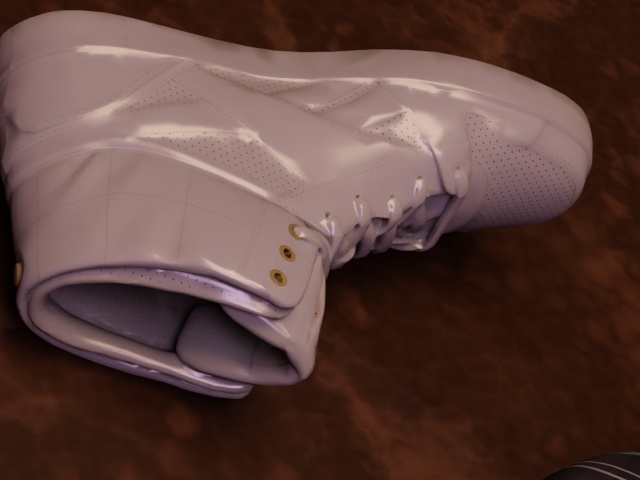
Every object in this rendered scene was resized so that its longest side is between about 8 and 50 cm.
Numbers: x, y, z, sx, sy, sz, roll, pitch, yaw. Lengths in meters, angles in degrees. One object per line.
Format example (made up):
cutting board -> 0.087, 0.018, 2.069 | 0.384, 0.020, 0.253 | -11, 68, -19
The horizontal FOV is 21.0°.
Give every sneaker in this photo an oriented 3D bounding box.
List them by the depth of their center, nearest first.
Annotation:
sneaker -> 0.000, 0.000, 0.770 | 0.292, 0.108, 0.169 | 4, 51, -19

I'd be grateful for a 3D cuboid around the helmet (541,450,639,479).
helmet -> 0.125, 0.161, 0.651 | 0.169, 0.161, 0.169 | 19, 44, -19
